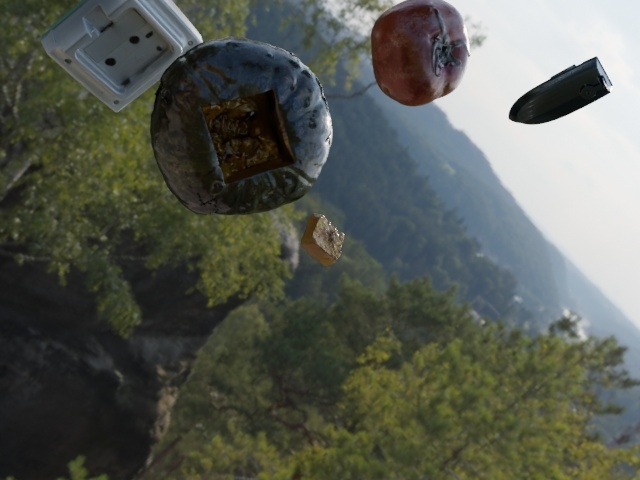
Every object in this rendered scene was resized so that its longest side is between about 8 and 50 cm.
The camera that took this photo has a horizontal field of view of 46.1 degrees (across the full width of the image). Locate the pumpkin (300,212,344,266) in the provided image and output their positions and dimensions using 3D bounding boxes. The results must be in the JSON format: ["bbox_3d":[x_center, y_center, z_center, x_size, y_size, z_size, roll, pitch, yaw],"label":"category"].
[{"bbox_3d":[0.000,0.000,1.451,0.083,0.054,0.074,42,49,-28],"label":"pumpkin"}]

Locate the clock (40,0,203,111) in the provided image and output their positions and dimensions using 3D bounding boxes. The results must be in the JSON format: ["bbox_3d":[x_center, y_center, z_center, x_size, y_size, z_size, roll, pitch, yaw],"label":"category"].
[{"bbox_3d":[-0.409,-0.411,1.582,0.231,0.262,0.116,46,13,-48],"label":"clock"}]

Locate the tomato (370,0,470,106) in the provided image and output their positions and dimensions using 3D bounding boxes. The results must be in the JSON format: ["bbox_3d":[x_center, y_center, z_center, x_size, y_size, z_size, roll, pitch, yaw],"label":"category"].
[{"bbox_3d":[0.210,-0.410,1.620,0.189,0.232,0.232,19,-12,46],"label":"tomato"}]

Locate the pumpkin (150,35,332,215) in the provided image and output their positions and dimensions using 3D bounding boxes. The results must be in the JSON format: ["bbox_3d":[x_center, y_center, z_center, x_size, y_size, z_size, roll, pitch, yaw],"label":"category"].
[{"bbox_3d":[-0.134,-0.192,1.281,0.320,0.320,0.192,42,2,-20],"label":"pumpkin"}]

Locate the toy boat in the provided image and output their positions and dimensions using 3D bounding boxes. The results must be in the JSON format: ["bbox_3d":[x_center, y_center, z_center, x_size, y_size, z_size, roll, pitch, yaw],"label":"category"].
[{"bbox_3d":[0.324,-0.198,1.034,0.055,0.141,0.060,48,33,-28],"label":"toy boat"}]
